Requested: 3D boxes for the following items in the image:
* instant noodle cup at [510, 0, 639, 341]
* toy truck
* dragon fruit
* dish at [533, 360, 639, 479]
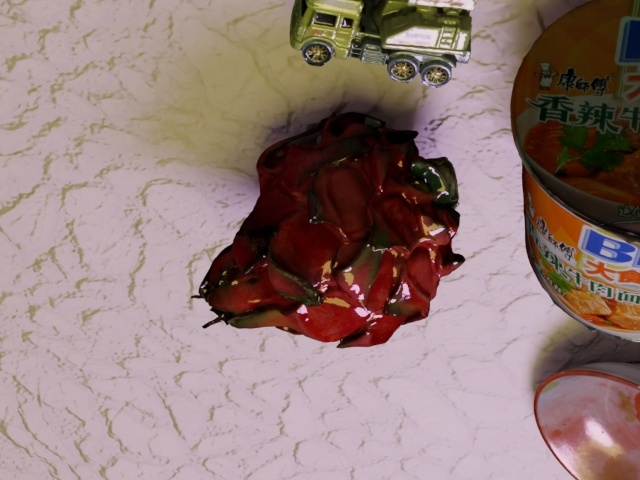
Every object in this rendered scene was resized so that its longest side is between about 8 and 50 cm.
[{"bbox_3d":[0.313,-0.057,1.715,0.296,0.296,0.214,0,146,2],"label":"instant noodle cup"},{"bbox_3d":[0.062,-0.210,1.692,0.169,0.077,0.100,11,138,-7],"label":"toy truck"},{"bbox_3d":[0.000,0.000,1.809,0.293,0.234,0.234,-16,133,11],"label":"dragon fruit"},{"bbox_3d":[0.372,0.212,2.066,0.260,0.085,0.260,28,148,19],"label":"dish"}]
